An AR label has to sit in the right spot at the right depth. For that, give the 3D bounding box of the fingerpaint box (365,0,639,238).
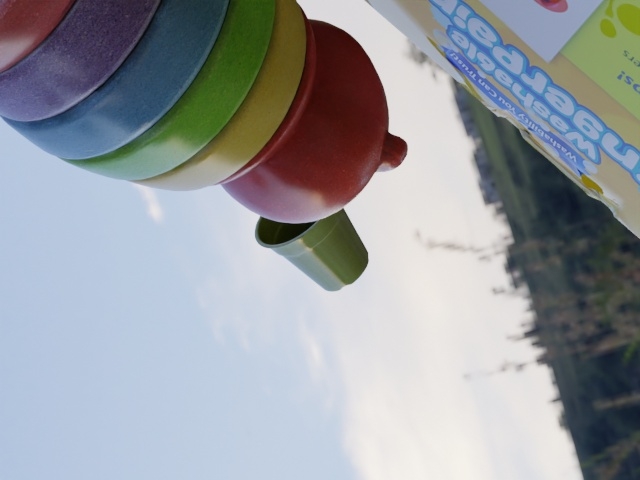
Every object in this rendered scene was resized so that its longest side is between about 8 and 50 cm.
[{"bbox_3d":[0.214,-0.149,0.703,0.445,0.163,0.371,42,163,8],"label":"fingerpaint box"}]

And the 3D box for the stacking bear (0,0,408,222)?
[{"bbox_3d":[-0.073,-0.101,0.739,0.289,0.175,0.164,29,-125,-44],"label":"stacking bear"}]

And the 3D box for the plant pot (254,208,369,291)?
[{"bbox_3d":[0.000,0.000,1.183,0.079,0.083,0.083,50,-152,-31],"label":"plant pot"}]
